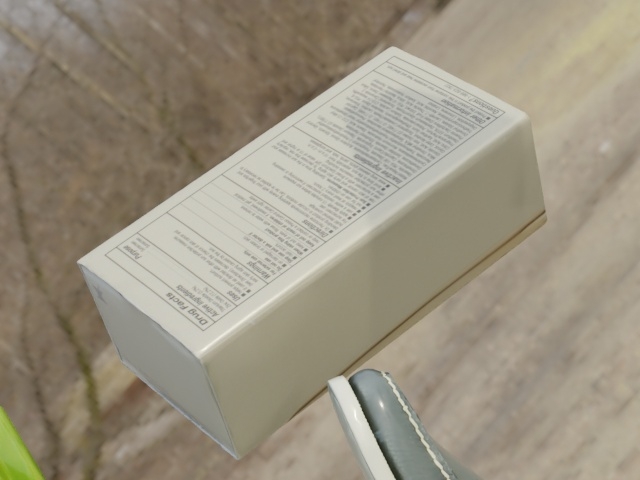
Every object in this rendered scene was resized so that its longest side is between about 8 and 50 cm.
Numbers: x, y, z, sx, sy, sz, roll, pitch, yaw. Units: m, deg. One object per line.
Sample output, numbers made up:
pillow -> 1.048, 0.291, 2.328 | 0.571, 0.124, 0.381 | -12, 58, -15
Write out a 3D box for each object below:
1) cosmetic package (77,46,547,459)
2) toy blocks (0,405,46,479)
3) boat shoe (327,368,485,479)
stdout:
cosmetic package -> 0.000, 0.000, 1.195 | 0.309, 0.113, 0.160 | -36, 44, -20
toy blocks -> -0.312, 0.218, 0.692 | 0.381, 0.191, 0.261 | -33, -9, 7
boat shoe -> 0.118, 0.191, 0.970 | 0.099, 0.319, 0.116 | -35, 13, -1
